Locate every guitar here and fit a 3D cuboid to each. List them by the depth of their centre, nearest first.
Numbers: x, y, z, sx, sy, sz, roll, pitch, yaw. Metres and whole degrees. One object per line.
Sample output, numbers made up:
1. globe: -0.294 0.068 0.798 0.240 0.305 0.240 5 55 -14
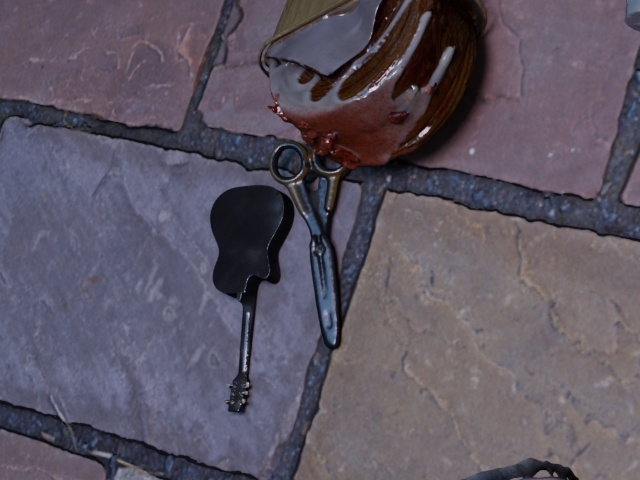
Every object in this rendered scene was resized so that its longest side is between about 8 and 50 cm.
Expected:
1. guitar: -0.076 0.057 1.842 0.088 0.025 0.233 -4 72 29

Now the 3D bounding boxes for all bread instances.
1. bread: 0.053 -0.176 1.769 0.224 0.142 0.212 -25 47 27

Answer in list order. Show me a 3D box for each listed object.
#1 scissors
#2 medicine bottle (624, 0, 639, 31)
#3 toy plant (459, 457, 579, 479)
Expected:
1. scissors: 0.000 0.000 1.806 0.088 0.017 0.220 -10 72 11
2. medicine bottle: 0.317 -0.295 1.644 0.090 0.090 0.216 1 76 35
3. toy plant: 0.159 0.372 1.458 0.247 0.247 0.332 -33 62 22
